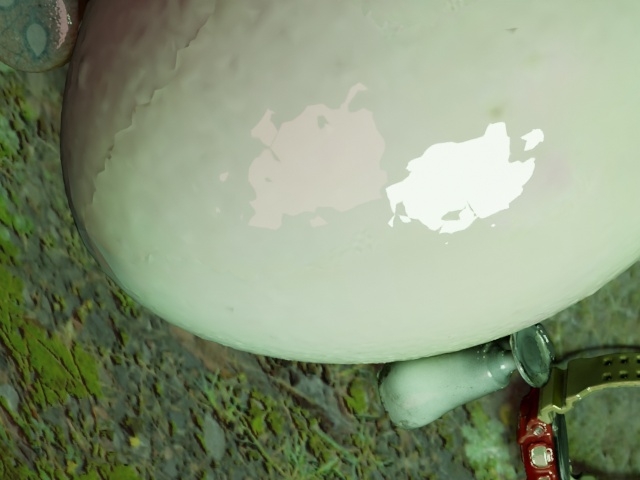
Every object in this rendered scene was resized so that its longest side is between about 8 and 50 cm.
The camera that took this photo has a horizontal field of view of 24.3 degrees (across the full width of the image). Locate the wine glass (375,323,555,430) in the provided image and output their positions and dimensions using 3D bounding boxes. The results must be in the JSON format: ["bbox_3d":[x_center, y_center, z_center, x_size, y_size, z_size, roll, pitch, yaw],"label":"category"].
[{"bbox_3d":[0.132,0.121,1.352,0.155,0.072,0.072,-23,116,34],"label":"wine glass"}]

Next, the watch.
[{"bbox_3d":[0.308,0.171,1.319,0.268,0.102,0.165,-15,119,21],"label":"watch"}]

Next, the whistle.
[{"bbox_3d":[-0.213,-0.216,1.231,0.220,0.057,0.107,-35,95,33],"label":"whistle"}]

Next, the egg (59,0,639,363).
[{"bbox_3d":[0.014,-0.084,0.858,0.354,0.339,0.354,48,159,25],"label":"egg"}]
